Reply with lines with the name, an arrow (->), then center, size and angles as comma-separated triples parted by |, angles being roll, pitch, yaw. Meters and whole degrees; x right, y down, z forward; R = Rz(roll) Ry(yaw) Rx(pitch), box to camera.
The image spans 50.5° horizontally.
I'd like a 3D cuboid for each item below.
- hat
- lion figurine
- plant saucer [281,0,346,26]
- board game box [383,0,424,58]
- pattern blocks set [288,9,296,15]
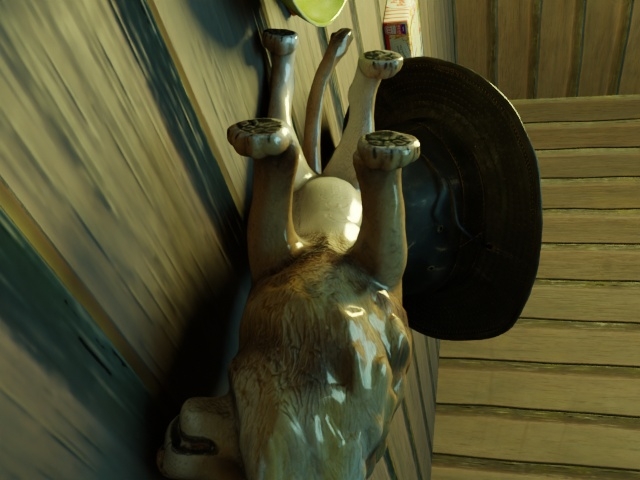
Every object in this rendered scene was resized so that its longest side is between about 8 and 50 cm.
hat -> 0.076, -0.019, 0.716 | 0.134, 0.331, 0.331 | -23, 119, -32
lion figurine -> 0.000, 0.000, 0.496 | 0.392, 0.142, 0.240 | -73, 166, -58
plant saucer -> -0.017, -0.286, 0.512 | 0.241, 0.037, 0.240 | 5, 90, -71
board game box -> 0.156, -0.361, 1.245 | 0.193, 0.045, 0.146 | 73, 23, -49
pattern blocks set -> -0.026, -0.351, 0.597 | 0.324, 0.026, 0.285 | -64, 151, -57
